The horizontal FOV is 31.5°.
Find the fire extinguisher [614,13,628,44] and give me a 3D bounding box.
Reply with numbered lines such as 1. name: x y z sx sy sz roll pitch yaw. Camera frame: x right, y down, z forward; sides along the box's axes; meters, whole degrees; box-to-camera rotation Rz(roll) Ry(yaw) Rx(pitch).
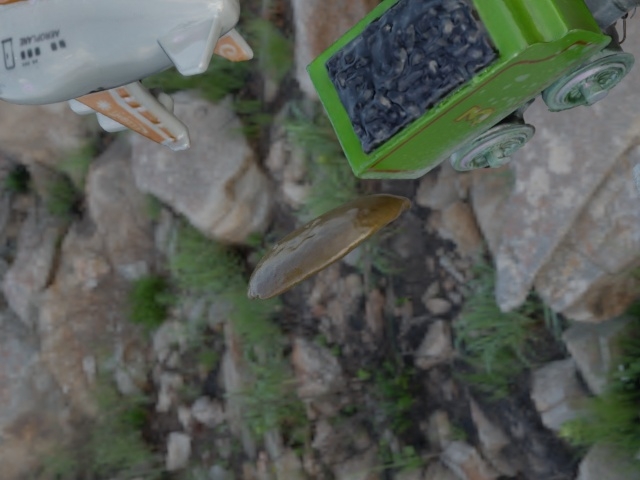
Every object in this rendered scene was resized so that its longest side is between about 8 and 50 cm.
1. fire extinguisher: 0.301 -0.276 1.190 0.035 0.049 0.173 0 92 39

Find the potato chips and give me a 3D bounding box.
1. potato chips: 0.000 0.000 1.231 0.201 0.150 0.049 -32 93 25

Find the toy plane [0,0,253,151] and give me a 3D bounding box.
1. toy plane: -0.166 -0.151 0.827 0.244 0.244 0.118 -36 34 51

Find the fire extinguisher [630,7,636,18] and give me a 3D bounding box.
1. fire extinguisher: 0.332 -0.306 1.435 0.064 0.158 0.043 71 -151 -47

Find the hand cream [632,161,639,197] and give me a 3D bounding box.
1. hand cream: 0.401 -0.124 1.190 0.133 0.083 0.248 -82 17 -53

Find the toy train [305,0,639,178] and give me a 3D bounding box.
1. toy train: 0.159 -0.186 1.155 0.307 0.248 0.174 -35 70 34
